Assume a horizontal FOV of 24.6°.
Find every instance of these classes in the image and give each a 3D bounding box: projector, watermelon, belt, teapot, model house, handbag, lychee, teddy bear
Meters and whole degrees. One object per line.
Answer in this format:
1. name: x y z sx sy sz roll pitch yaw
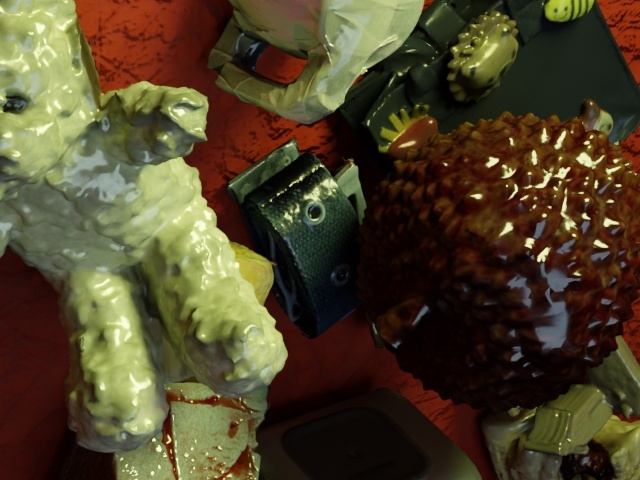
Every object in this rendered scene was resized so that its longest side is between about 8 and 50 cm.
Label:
1. projector: 0.028 0.354 1.813 0.249 0.248 0.248 -15 129 -32
2. watermelon: -0.172 0.286 1.630 0.213 0.201 0.261 10 118 -35
3. belt: 0.000 0.001 1.612 0.128 0.122 0.218 -35 137 -19
4. teapot: -0.011 -0.228 1.381 0.221 0.178 0.163 -40 138 -7
5. model house: 0.321 0.186 2.000 0.188 0.122 0.229 -35 103 -23
6. handbag: 0.200 -0.157 1.667 0.303 0.122 0.329 -44 138 -4
7. lychee: 0.187 0.019 1.512 0.330 0.306 0.306 -30 137 -31
8. teddy bear: -0.239 -0.037 1.243 0.327 0.375 0.362 -26 157 12

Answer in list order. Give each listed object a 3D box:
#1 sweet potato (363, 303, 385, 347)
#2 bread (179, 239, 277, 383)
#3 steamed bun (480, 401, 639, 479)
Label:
1. sweet potato: 0.165 0.042 1.829 0.286 0.085 0.112 -33 172 -32
2. bread: -0.153 0.058 1.487 0.197 0.197 0.170 33 86 -49
3. steamed bun: 0.417 0.351 2.205 0.247 0.189 0.428 -44 139 -15
